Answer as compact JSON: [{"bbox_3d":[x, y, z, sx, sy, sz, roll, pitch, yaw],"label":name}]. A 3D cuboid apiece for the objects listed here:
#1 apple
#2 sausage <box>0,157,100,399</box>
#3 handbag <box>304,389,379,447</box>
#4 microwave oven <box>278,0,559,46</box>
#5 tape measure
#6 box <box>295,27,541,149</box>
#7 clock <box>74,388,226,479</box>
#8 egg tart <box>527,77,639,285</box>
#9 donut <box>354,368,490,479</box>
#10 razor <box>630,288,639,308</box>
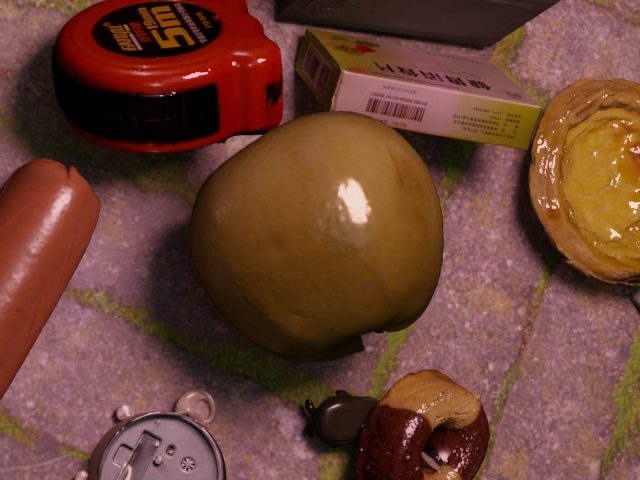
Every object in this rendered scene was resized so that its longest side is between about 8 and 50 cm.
[{"bbox_3d":[0.000,0.000,1.673,0.292,0.292,0.254,-17,74,-21],"label":"apple"},{"bbox_3d":[-0.347,0.049,1.634,0.121,0.121,0.304,31,74,-14],"label":"sausage"},{"bbox_3d":[0.038,0.217,1.790,0.111,0.047,0.072,-1,99,-27],"label":"handbag"},{"bbox_3d":[0.119,-0.364,1.797,0.295,0.237,0.181,5,80,-19],"label":"microwave oven"},{"bbox_3d":[-0.174,-0.196,1.678,0.260,0.253,0.114,-13,125,-16],"label":"tape measure"},{"bbox_3d":[0.116,-0.185,1.804,0.260,0.175,0.062,9,112,-19],"label":"box"},{"bbox_3d":[-0.187,0.269,1.694,0.156,0.063,0.229,36,71,-13],"label":"clock"},{"bbox_3d":[0.374,-0.075,1.932,0.279,0.095,0.279,2,85,-24],"label":"egg tart"},{"bbox_3d":[0.128,0.249,1.786,0.184,0.073,0.166,-42,117,-26],"label":"donut"},{"bbox_3d":[0.471,0.147,1.962,0.068,0.037,0.191,-33,95,-20],"label":"razor"}]
